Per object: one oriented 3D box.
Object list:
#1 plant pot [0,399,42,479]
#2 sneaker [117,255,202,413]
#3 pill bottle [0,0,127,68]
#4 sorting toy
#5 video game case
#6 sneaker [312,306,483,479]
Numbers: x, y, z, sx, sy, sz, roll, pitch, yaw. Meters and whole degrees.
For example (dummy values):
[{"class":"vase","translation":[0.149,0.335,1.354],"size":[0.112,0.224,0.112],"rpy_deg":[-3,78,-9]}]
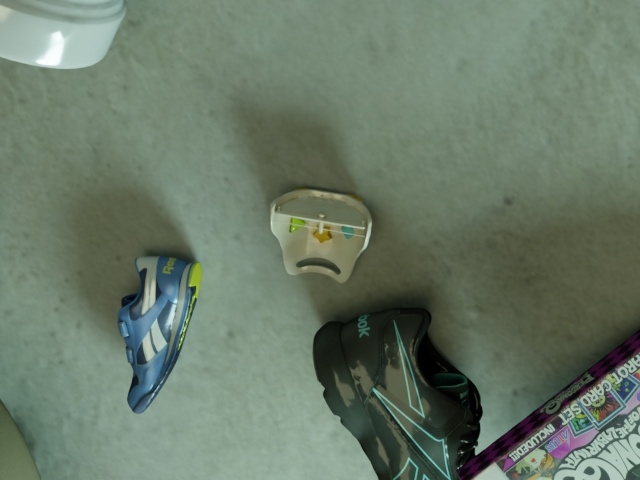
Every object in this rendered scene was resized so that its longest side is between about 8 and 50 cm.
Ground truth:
[{"class":"plant pot","translation":[-0.381,0.172,1.631],"size":[0.284,0.284,0.191],"rpy_deg":[-14,78,15]},{"class":"sneaker","translation":[-0.145,0.077,1.646],"size":[0.059,0.053,0.144],"rpy_deg":[18,105,2]},{"class":"pill bottle","translation":[-0.170,-0.322,1.404],"size":[0.210,0.210,0.363],"rpy_deg":[25,114,-1]},{"class":"sorting toy","translation":[0.000,0.000,1.596],"size":[0.083,0.045,0.075],"rpy_deg":[10,120,5]},{"class":"video game case","translation":[0.265,0.199,1.591],"size":[0.232,0.042,0.210],"rpy_deg":[-38,105,5]},{"class":"sneaker","translation":[0.092,0.176,1.617],"size":[0.106,0.101,0.267],"rpy_deg":[-24,106,15]}]
